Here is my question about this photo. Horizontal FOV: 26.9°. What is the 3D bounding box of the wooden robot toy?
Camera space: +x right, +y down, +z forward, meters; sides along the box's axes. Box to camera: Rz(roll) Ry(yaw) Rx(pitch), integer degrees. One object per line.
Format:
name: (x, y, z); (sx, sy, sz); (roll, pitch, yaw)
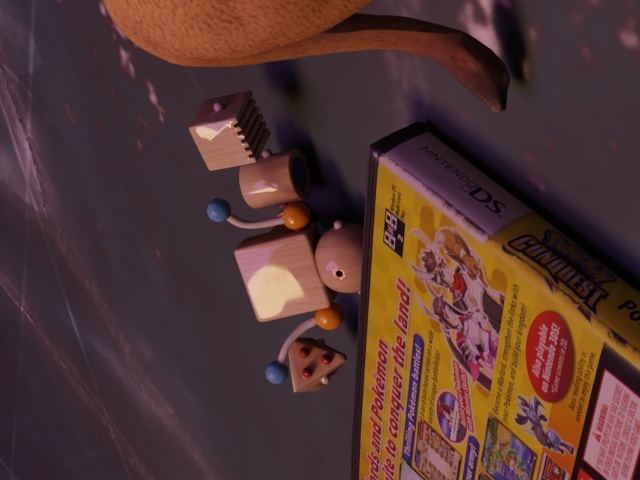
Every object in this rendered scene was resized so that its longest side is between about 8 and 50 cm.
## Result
wooden robot toy: (0.000, 0.000, 0.694); (0.079, 0.076, 0.173); (-11, 107, 25)

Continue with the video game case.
video game case: (0.106, 0.117, 0.622); (0.248, 0.035, 0.275); (41, 146, 34)

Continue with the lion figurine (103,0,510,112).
lion figurine: (-0.012, -0.158, 0.364); (0.142, 0.240, 0.392); (39, 145, 38)
